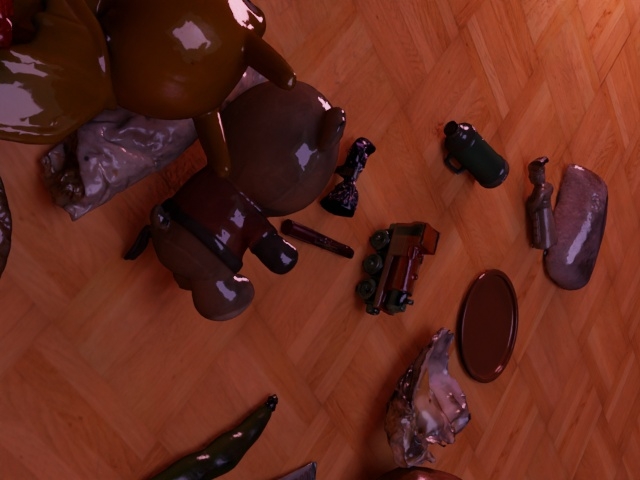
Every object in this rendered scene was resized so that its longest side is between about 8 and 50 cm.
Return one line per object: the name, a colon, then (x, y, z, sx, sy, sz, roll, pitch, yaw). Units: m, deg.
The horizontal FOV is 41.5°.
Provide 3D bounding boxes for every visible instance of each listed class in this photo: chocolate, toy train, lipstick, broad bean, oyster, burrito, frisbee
chocolate: (0.651, -0.029, 2.100, 0.185, 0.100, 0.303, 30, 75, -50)
toy train: (0.135, 0.050, 1.489, 0.074, 0.118, 0.176, 32, 69, -43)
lipstick: (0.000, -0.001, 1.398, 0.176, 0.027, 0.027, 22, 78, -49)
broad bean: (-0.154, 0.319, 1.243, 0.297, 0.043, 0.060, -28, 103, -45)
oyster: (0.207, 0.301, 1.615, 0.271, 0.100, 0.275, 20, 57, -44)
chocolate: (0.049, -0.113, 1.423, 0.070, 0.072, 0.147, 18, 67, -7)
burrito: (-0.208, -0.166, 1.103, 0.392, 0.076, 0.117, -44, 106, -38)
frisbee: (0.369, 0.187, 1.850, 0.250, 0.021, 0.251, -7, 99, -48)

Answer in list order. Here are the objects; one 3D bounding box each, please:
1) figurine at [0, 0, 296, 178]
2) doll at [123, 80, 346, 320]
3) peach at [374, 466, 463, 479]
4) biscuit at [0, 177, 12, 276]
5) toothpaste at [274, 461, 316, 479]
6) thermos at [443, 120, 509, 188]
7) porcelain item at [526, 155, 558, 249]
figurine: (-0.242, -0.245, 0.913, 0.387, 0.268, 0.401, 22, 67, -34)
doll: (-0.107, -0.068, 1.109, 0.174, 0.235, 0.330, 37, 89, -36)
peach: (0.177, 0.499, 1.520, 0.235, 0.214, 0.214, -29, 116, -39)
biscuit: (-0.422, -0.037, 0.903, 0.176, 0.031, 0.229, -37, 123, -40)
toothpaste: (-0.071, 0.406, 1.356, 0.205, 0.036, 0.056, -2, 94, -53)
thermos: (0.303, -0.178, 1.702, 0.187, 0.083, 0.073, 36, 46, -44)
porcelain item: (0.510, -0.089, 1.955, 0.084, 0.054, 0.213, -34, 120, -45)
